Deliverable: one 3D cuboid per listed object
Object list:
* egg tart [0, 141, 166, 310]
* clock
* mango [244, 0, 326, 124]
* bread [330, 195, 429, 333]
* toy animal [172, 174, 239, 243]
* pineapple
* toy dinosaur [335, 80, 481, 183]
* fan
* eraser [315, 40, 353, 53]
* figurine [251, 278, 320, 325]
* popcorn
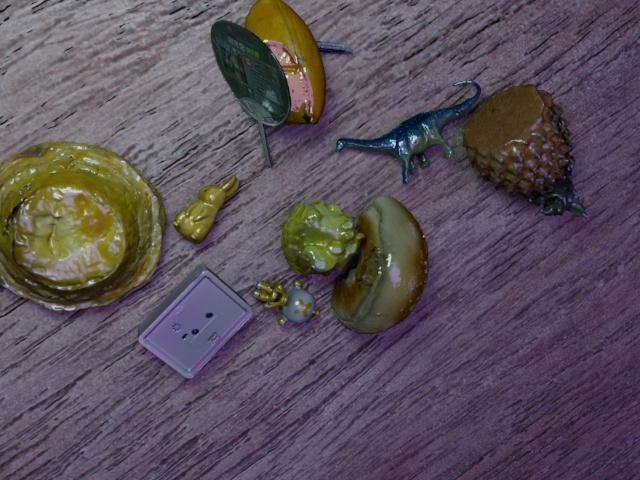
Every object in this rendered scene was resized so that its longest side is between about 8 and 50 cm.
[{"bbox_3d":[-0.446,-0.014,1.035,0.342,0.129,0.340,-6,107,-19],"label":"egg tart"},{"bbox_3d":[-0.258,0.167,1.181,0.197,0.063,0.150,-47,114,-4],"label":"clock"},{"bbox_3d":[-0.072,-0.337,1.089,0.154,0.126,0.251,-20,102,-18],"label":"mango"},{"bbox_3d":[0.149,0.068,1.234,0.172,0.192,0.313,12,99,-21],"label":"bread"},{"bbox_3d":[-0.223,-0.070,1.141,0.070,0.083,0.159,34,78,2],"label":"toy animal"},{"bbox_3d":[0.496,-0.172,1.308,0.357,0.223,0.222,38,89,-32],"label":"pineapple"},{"bbox_3d":[0.214,-0.223,1.250,0.363,0.076,0.147,-26,104,-8],"label":"toy dinosaur"},{"bbox_3d":[-0.140,-0.287,1.069,0.012,0.294,0.223,-38,81,-24],"label":"fan"},{"bbox_3d":[0.017,-0.392,1.160,0.100,0.027,0.019,-2,96,-20],"label":"eraser"},{"bbox_3d":[-0.073,0.127,1.242,0.101,0.068,0.143,-44,97,-13],"label":"figurine"},{"bbox_3d":[0.004,-0.004,1.188,0.174,0.142,0.173,1,93,23],"label":"popcorn"}]
